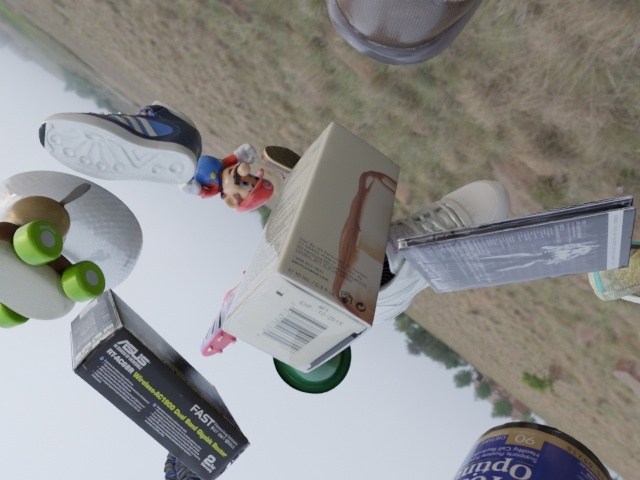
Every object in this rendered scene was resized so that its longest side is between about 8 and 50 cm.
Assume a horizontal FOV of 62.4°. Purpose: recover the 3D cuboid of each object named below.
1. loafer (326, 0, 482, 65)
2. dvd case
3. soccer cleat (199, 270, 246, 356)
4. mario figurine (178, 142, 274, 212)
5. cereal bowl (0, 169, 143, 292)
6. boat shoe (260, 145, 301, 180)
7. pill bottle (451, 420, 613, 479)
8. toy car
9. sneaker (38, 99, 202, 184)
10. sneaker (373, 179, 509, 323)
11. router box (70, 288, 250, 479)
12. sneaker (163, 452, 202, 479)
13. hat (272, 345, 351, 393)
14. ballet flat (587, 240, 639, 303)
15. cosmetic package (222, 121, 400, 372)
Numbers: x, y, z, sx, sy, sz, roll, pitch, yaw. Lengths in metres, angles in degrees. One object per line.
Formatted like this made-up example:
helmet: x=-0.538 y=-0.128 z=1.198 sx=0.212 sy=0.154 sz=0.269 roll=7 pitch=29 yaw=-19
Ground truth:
loafer: x=0.122 y=-0.274 z=0.286 sx=0.134 sy=0.366 sz=0.130 roll=26 pitch=-170 yaw=0
dvd case: x=0.215 y=0.013 z=0.579 sx=0.221 sy=0.018 sz=0.164 roll=-11 pitch=154 yaw=24
soccer cleat: x=-0.234 y=0.192 z=1.378 sx=0.095 sy=0.248 sz=0.083 roll=40 pitch=-178 yaw=30
mario figurine: x=-0.271 y=-0.193 z=1.393 sx=0.320 sy=0.198 sz=0.170 roll=21 pitch=177 yaw=-9
cereal bowl: x=-0.574 y=0.019 z=1.155 sx=0.339 sy=0.339 sz=0.141 roll=37 pitch=-144 yaw=-32
boat shoe: x=-0.056 y=-0.144 z=1.109 sx=0.178 sy=0.060 sz=0.064 roll=15 pitch=-136 yaw=-44
pill bottle: x=0.125 y=0.228 z=0.356 sx=0.123 sy=0.123 sz=0.219 roll=35 pitch=-150 yaw=22
toy car: x=-0.376 y=-0.001 z=0.718 sx=0.188 sy=0.155 sz=0.149 roll=-91 pitch=-24 yaw=-46
sneaker: x=-0.426 y=-0.240 z=1.178 sx=0.322 sy=0.130 sz=0.236 roll=11 pitch=-146 yaw=-19
sneaker: x=0.157 y=0.010 z=0.781 sx=0.114 sy=0.305 sz=0.152 roll=51 pitch=179 yaw=28
router box: x=-0.111 y=0.096 z=0.359 sx=0.122 sy=0.038 sz=0.092 roll=52 pitch=165 yaw=-24
sneaker: x=-0.274 y=0.521 z=1.129 sx=0.087 sy=0.083 sz=0.221 roll=-82 pitch=-19 yaw=-88
hat: x=-0.009 y=0.223 z=1.093 sx=0.208 sy=0.173 sz=0.183 roll=23 pitch=160 yaw=-7
ballet flat: x=0.612 y=0.056 z=0.906 sx=0.348 sy=0.123 sz=0.123 roll=-1 pitch=-172 yaw=-14
cosmetic package: x=0.000 y=0.000 z=0.698 sx=0.129 sy=0.296 sz=0.153 roll=31 pitch=135 yaw=-14
